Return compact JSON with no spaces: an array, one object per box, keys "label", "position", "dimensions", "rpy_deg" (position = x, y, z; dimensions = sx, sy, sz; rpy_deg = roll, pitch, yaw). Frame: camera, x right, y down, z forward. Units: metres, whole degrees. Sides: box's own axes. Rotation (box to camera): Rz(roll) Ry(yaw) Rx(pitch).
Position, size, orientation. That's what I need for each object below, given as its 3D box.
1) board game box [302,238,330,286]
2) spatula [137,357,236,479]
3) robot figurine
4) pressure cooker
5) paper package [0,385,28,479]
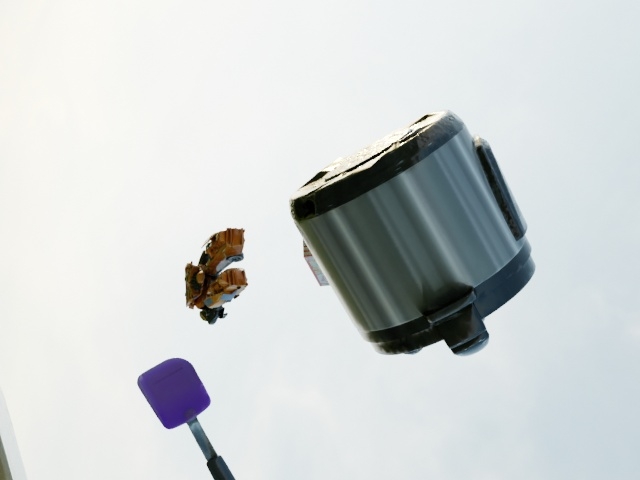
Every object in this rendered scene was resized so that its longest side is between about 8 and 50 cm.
[{"label":"board game box","position":[0.000,0.000,2.113],"dimensions":[0.193,0.045,0.146],"rpy_deg":[64,22,-65]},{"label":"spatula","position":[-0.169,0.309,1.443],"dimensions":[0.296,0.084,0.030],"rpy_deg":[63,-14,-16]},{"label":"robot figurine","position":[-0.255,0.081,2.320],"dimensions":[0.291,0.085,0.211],"rpy_deg":[-37,-127,56]},{"label":"pressure cooker","position":[0.185,0.014,1.787],"dimensions":[0.375,0.370,0.420],"rpy_deg":[-21,-78,49]},{"label":"paper package","position":[-0.668,0.414,1.834],"dimensions":[0.325,0.168,0.309],"rpy_deg":[138,-65,-74]}]
